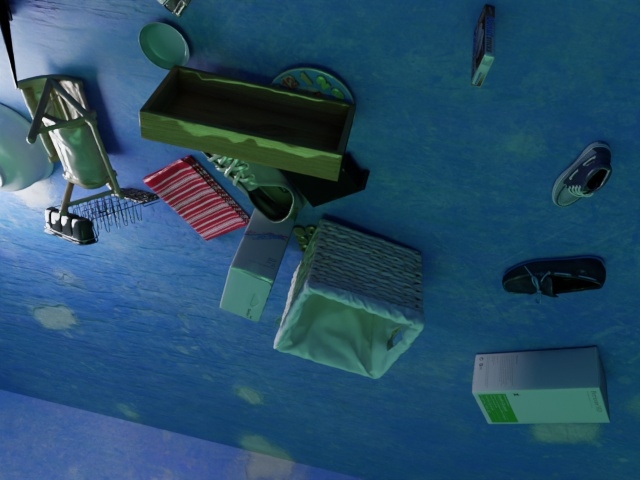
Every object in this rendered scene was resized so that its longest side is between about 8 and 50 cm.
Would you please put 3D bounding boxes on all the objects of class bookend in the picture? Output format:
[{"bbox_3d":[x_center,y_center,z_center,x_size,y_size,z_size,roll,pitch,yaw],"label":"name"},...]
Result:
[{"bbox_3d":[0.009,-0.177,1.482,0.156,0.072,0.157,-18,127,33],"label":"bookend"}]

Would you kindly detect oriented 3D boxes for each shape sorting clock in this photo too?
[{"bbox_3d":[-0.023,-0.302,1.380,0.206,0.040,0.206,10,139,9],"label":"shape sorting clock"}]

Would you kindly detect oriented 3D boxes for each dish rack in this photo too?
[{"bbox_3d":[-0.578,-0.078,1.640,0.208,0.271,0.074,16,119,36],"label":"dish rack"}]

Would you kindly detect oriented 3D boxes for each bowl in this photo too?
[{"bbox_3d":[-0.916,-0.235,1.697,0.298,0.134,0.298,10,138,9],"label":"bowl"}]

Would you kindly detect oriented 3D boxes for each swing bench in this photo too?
[{"bbox_3d":[-0.625,-0.249,1.529,0.165,0.255,0.253,-19,141,-15],"label":"swing bench"}]

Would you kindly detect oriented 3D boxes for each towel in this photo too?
[{"bbox_3d":[-0.347,-0.111,1.713,0.199,0.031,0.275,-18,128,35],"label":"towel"}]

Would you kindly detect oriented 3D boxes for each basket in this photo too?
[{"bbox_3d":[0.084,0.165,1.672,0.331,0.266,0.328,19,139,-7],"label":"basket"}]

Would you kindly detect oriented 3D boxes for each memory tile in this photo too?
[{"bbox_3d":[0.000,0.000,1.726,0.148,0.012,0.113,3,137,17],"label":"memory tile"}]

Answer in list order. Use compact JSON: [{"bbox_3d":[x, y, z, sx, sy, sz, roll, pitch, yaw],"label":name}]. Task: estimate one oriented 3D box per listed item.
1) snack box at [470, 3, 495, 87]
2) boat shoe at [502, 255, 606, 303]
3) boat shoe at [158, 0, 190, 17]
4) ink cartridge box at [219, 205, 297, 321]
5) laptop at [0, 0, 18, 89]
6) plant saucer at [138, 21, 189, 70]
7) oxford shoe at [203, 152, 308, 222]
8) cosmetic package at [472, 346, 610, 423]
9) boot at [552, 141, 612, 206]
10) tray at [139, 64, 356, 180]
[{"bbox_3d":[0.295,-0.355,1.104,0.022,0.178,0.064,15,139,0],"label":"snack box"},{"bbox_3d":[0.592,0.100,1.569,0.258,0.089,0.109,-18,128,34],"label":"boat shoe"},{"bbox_3d":[-0.239,-0.517,1.198,0.070,0.078,0.219,42,141,-25],"label":"boat shoe"},{"bbox_3d":[-0.161,0.044,1.628,0.117,0.278,0.201,20,139,-3],"label":"ink cartridge box"},{"bbox_3d":[-0.763,-0.566,1.200,0.408,0.236,0.382,16,139,2],"label":"laptop"},{"bbox_3d":[-0.345,-0.436,1.359,0.119,0.021,0.119,10,139,9],"label":"plant saucer"},{"bbox_3d":[-0.197,-0.206,1.483,0.169,0.130,0.449,-22,124,40],"label":"oxford shoe"},{"bbox_3d":[0.677,0.450,1.878,0.365,0.155,0.197,-10,129,30],"label":"cosmetic package"},{"bbox_3d":[0.568,-0.122,1.335,0.069,0.086,0.190,17,139,1],"label":"boot"},{"bbox_3d":[-0.144,-0.251,1.286,0.411,0.203,0.076,13,133,1],"label":"tray"}]
